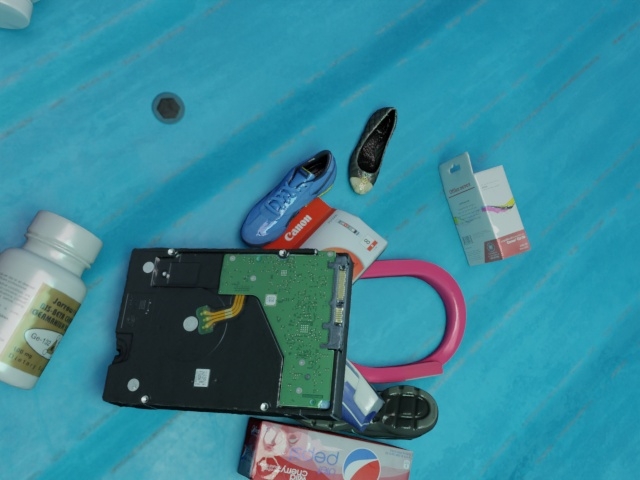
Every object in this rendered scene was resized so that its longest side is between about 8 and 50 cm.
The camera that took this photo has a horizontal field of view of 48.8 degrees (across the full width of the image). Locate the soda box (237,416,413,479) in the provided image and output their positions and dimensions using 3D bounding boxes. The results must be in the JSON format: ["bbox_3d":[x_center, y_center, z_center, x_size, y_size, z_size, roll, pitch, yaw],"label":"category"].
[{"bbox_3d":[0.009,0.351,1.123,0.263,0.083,0.092,16,76,-18],"label":"soda box"}]

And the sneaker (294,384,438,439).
[{"bbox_3d":[0.051,0.279,1.140,0.267,0.106,0.101,11,57,4],"label":"sneaker"}]

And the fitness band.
[{"bbox_3d":[0.121,0.138,1.218,0.291,0.054,0.209,-2,79,-21],"label":"fitness band"}]

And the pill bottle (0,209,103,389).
[{"bbox_3d":[-0.406,0.080,0.990,0.131,0.131,0.229,29,73,-13],"label":"pill bottle"}]

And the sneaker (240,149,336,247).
[{"bbox_3d":[-0.054,-0.076,1.161,0.069,0.082,0.209,41,68,17],"label":"sneaker"}]

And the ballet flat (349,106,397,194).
[{"bbox_3d":[0.092,-0.163,1.253,0.057,0.049,0.173,22,75,-14],"label":"ballet flat"}]

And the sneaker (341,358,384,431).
[{"bbox_3d":[-0.067,0.206,1.074,0.315,0.127,0.182,37,82,23],"label":"sneaker"}]

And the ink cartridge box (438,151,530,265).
[{"bbox_3d":[0.292,-0.061,1.274,0.067,0.115,0.198,-18,88,-21],"label":"ink cartridge box"}]

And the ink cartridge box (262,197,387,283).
[{"bbox_3d":[0.000,0.000,1.170,0.179,0.045,0.145,42,66,6],"label":"ink cartridge box"}]

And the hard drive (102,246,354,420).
[{"bbox_3d":[-0.128,0.129,1.014,0.339,0.064,0.237,-1,68,15],"label":"hard drive"}]

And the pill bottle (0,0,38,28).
[{"bbox_3d":[-0.464,-0.436,1.058,0.121,0.121,0.216,10,78,-18],"label":"pill bottle"}]
